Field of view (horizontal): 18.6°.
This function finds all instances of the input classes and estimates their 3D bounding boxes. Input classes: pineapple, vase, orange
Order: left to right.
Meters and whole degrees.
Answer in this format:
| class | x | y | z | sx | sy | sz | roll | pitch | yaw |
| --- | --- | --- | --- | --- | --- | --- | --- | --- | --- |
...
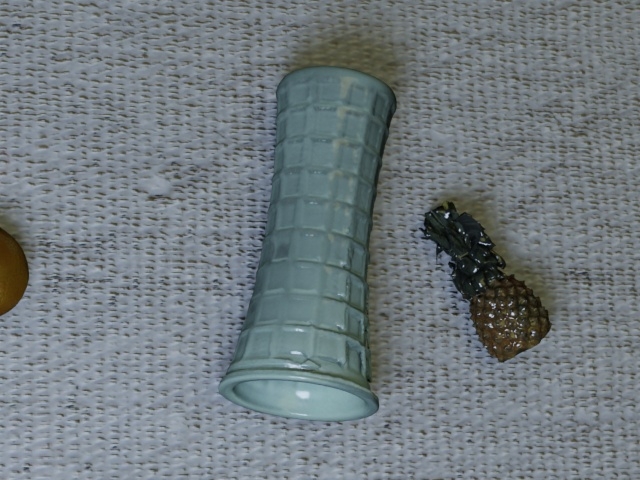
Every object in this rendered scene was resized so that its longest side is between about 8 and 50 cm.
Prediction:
| class | x | y | z | sx | sy | sz | roll | pitch | yaw |
| --- | --- | --- | --- | --- | --- | --- | --- | --- | --- |
| orange | -0.285 | 0.024 | 1.647 | 0.085 | 0.085 | 0.085 | 5 | 75 | -21 |
| vase | 0.000 | 0.000 | 1.742 | 0.143 | 0.143 | 0.299 | 14 | 70 | -19 |
| pineapple | 0.150 | 0.035 | 1.830 | 0.074 | 0.074 | 0.159 | -32 | 88 | -26 |
